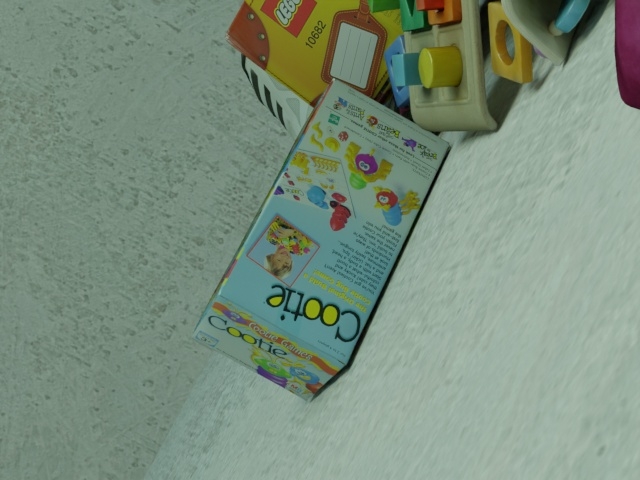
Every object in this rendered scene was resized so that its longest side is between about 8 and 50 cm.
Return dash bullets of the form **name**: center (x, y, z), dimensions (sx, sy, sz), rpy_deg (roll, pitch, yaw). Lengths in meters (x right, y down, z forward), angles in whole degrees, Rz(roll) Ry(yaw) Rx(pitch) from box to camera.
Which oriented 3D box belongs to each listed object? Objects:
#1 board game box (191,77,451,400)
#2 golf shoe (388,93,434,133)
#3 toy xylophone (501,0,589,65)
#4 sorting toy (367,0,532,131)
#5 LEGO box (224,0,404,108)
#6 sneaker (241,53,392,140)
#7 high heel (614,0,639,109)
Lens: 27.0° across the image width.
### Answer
- **board game box**: center (0.000, 0.000, 1.373), dimensions (0.275, 0.144, 0.142), rpy_deg (-63, 5, -27)
- **golf shoe**: center (0.107, -0.145, 1.533), dimensions (0.186, 0.068, 0.086), rpy_deg (-60, 5, 13)
- **toy xylophone**: center (0.241, -0.297, 1.005), dimensions (0.236, 0.081, 0.322), rpy_deg (-65, 7, -33)
- **sorting toy**: center (0.101, -0.196, 1.248), dimensions (0.348, 0.047, 0.195), rpy_deg (-166, 66, -73)
- **LEGO box**: center (0.148, -0.416, 1.499), dimensions (0.500, 0.193, 0.372), rpy_deg (-55, -5, 38)
- **sneaker**: center (0.007, -0.269, 1.991), dimensions (0.169, 0.257, 0.447), rpy_deg (-54, 1, -28)
- **high heel**: center (0.178, -0.190, 0.678), dimensions (0.117, 0.082, 0.244), rpy_deg (157, 105, -68)
